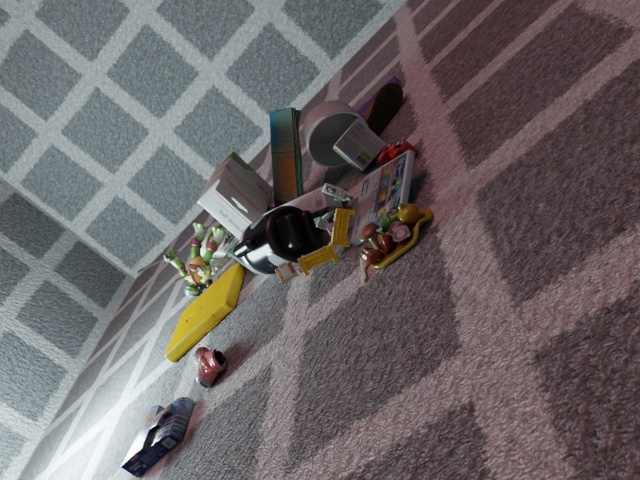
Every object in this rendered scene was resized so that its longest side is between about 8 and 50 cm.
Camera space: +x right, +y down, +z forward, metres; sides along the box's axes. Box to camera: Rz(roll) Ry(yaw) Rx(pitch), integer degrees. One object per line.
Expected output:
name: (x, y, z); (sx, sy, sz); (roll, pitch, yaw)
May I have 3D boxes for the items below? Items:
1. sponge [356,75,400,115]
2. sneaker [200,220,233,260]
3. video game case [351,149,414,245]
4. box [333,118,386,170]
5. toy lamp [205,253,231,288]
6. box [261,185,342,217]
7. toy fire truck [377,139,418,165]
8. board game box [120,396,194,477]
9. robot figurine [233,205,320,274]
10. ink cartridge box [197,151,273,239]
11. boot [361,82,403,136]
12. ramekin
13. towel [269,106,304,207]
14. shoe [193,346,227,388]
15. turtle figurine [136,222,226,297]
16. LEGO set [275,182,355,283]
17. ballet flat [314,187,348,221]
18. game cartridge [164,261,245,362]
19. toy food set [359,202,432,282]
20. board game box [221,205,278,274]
sponge: (0.209, -0.517, 2.380); (0.210, 0.031, 0.117); (-43, 18, 21)
sneaker: (-0.319, -0.061, 2.616); (0.182, 0.158, 0.410); (13, 56, 36)
video game case: (0.151, -0.102, 1.558); (0.183, 0.023, 0.201); (-28, 42, 50)
box: (0.111, -0.278, 1.896); (0.103, 0.114, 0.203); (-48, 3, 4)
toy lamp: (-0.359, 0.072, 2.445); (0.274, 0.080, 0.080); (-47, 17, 16)
box: (-0.062, -0.088, 1.921); (0.324, 0.063, 0.067); (-22, 75, 49)
toy fire truck: (0.192, -0.201, 1.710); (0.135, 0.047, 0.192); (-53, 17, -8)
board game box: (-0.428, 0.499, 1.717); (0.194, 0.060, 0.194); (-42, 19, 21)
robot figurine: (-0.120, -0.002, 1.836); (0.278, 0.209, 0.173); (-25, 42, 53)
ink cartridge box: (-0.288, -0.141, 2.174); (0.119, 0.207, 0.353); (-40, 18, 20)
boot: (0.150, -0.422, 2.220); (0.236, 0.089, 0.269); (-55, 17, -13)
ramekin: (0.040, -0.347, 2.046); (0.207, 0.207, 0.109); (-44, 43, 16)
towel: (-0.114, -0.263, 2.185); (0.040, 0.370, 0.271); (-7, 12, -20)
shoe: (-0.302, 0.330, 1.774); (0.081, 0.063, 0.178); (-45, 23, 7)
turtle figurine: (-0.469, 0.060, 2.325); (0.198, 0.275, 0.266); (-6, 61, 56)
LEGO set: (0.000, 0.000, 1.648); (0.287, 0.132, 0.107); (-59, 7, -1)
ballet flat: (0.008, -0.111, 1.953); (0.079, 0.077, 0.221); (-39, 12, -38)
game cartridge: (-0.389, 0.241, 2.211); (0.324, 0.053, 0.285); (-40, 19, 20)
toy food set: (0.139, -0.011, 1.391); (0.218, 0.071, 0.128); (-41, 19, 26)
board game box: (-0.216, -0.012, 2.238); (0.224, 0.097, 0.303); (-51, 18, -8)
